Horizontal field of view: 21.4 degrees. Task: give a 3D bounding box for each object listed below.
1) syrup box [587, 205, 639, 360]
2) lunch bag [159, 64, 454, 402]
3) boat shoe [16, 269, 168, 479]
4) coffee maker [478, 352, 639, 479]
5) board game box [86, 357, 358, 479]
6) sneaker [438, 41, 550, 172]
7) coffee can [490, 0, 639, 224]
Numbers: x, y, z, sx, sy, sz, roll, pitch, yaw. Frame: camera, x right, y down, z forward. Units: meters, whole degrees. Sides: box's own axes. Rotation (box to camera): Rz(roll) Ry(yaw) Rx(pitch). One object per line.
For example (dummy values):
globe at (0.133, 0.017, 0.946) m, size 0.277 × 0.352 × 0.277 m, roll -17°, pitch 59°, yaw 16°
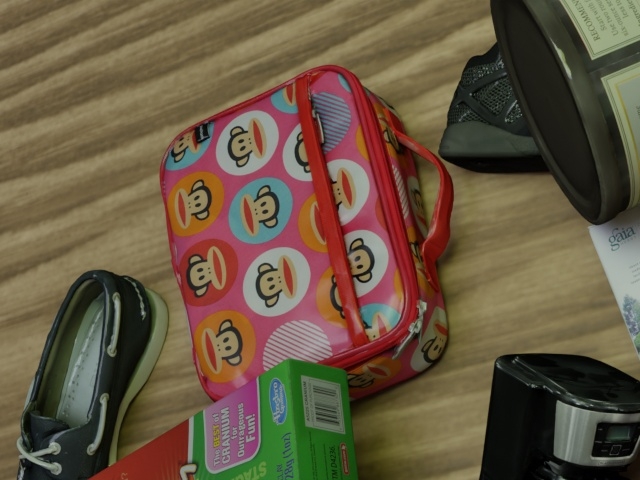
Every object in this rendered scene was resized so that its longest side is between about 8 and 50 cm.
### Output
syrup box at (0.298, 0.081, 1.299) m, size 0.093 × 0.096 × 0.237 m, roll -28°, pitch 59°, yaw 19°
lunch bag at (0.000, 0.000, 1.513) m, size 0.258 × 0.120 × 0.293 m, roll -23°, pitch 62°, yaw 19°
boat shoe at (-0.242, 0.174, 1.610) m, size 0.114 × 0.091 × 0.303 m, roll 7°, pitch 76°, yaw 34°
coffee maker at (0.167, 0.178, 1.302) m, size 0.171 × 0.120 × 0.178 m, roll 17°, pitch 103°, yaw 37°
board game box at (-0.087, 0.269, 1.423) m, size 0.316 × 0.064 × 0.242 m, roll -34°, pitch 51°, yaw 42°
sneaker at (0.209, -0.124, 1.438) m, size 0.227 × 0.087 × 0.130 m, roll 4°, pitch 81°, yaw 39°
coffee can at (0.292, -0.155, 1.270) m, size 0.275 × 0.201 × 0.201 m, roll -22°, pitch 59°, yaw -3°
